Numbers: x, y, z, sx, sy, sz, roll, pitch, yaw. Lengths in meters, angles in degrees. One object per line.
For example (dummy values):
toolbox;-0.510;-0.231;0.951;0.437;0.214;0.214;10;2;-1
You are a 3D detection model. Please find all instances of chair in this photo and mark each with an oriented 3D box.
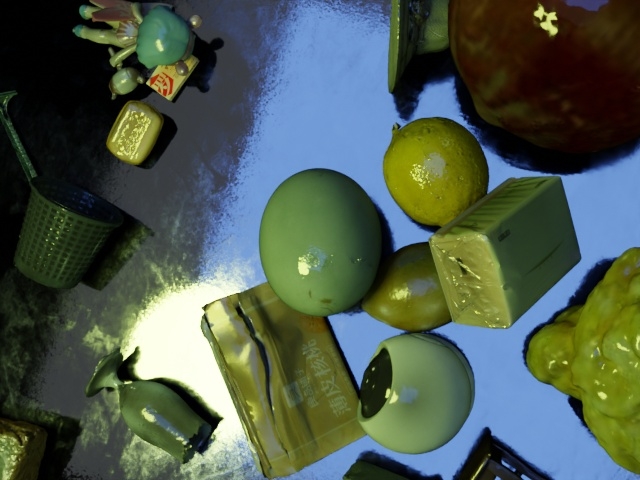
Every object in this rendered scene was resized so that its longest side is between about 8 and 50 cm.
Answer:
chair;0.218;0.395;1.442;0.319;0.160;0.186;33;97;10

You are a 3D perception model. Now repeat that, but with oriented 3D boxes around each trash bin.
trash bin;-0.459;-0.004;1.591;0.175;0.175;0.161;27;101;11

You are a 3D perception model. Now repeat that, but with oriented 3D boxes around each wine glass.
wine glass;-0.299;0.292;1.566;0.222;0.103;0.103;34;92;10

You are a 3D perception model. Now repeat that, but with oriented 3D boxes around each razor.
razor;-0.571;-0.189;1.687;0.066;0.033;0.190;-22;84;-35

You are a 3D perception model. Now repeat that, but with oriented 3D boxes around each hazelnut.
hazelnut;0.400;-0.334;1.370;0.420;0.353;0.421;-2;107;-8

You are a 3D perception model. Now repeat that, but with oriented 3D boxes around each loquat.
loquat;0.161;0.077;1.476;0.195;0.152;0.152;-27;82;11

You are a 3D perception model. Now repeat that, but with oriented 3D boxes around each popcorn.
popcorn;0.505;0.205;1.349;0.292;0.293;0.334;-36;65;4

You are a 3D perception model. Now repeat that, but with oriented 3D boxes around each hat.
hat;0.172;-0.364;1.473;0.110;0.252;0.252;2;86;1

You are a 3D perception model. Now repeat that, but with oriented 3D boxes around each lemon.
lemon;0.192;-0.110;1.474;0.173;0.173;0.206;-22;83;7

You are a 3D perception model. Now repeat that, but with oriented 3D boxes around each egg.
egg;0.000;0.000;1.463;0.203;0.203;0.283;-14;40;8

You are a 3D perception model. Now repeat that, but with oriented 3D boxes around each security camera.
security camera;0.153;0.244;1.423;0.194;0.236;0.195;0;88;9

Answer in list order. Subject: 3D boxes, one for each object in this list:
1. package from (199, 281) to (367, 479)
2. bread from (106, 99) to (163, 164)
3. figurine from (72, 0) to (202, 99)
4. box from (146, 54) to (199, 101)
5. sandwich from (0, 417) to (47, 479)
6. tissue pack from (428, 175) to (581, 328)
package;-0.078;0.227;1.499;0.221;0.165;0.311;-24;83;7
bread;-0.336;-0.199;1.630;0.082;0.056;0.115;24;102;-7
figurine;-0.347;-0.358;1.618;0.260;0.103;0.205;18;85;23
box;-0.273;-0.310;1.648;0.058;0.015;0.093;36;91;13
sandwich;-0.653;0.462;1.596;0.262;0.131;0.325;13;89;9
tissue pack;0.292;0.015;1.393;0.125;0.234;0.159;-1;114;47
